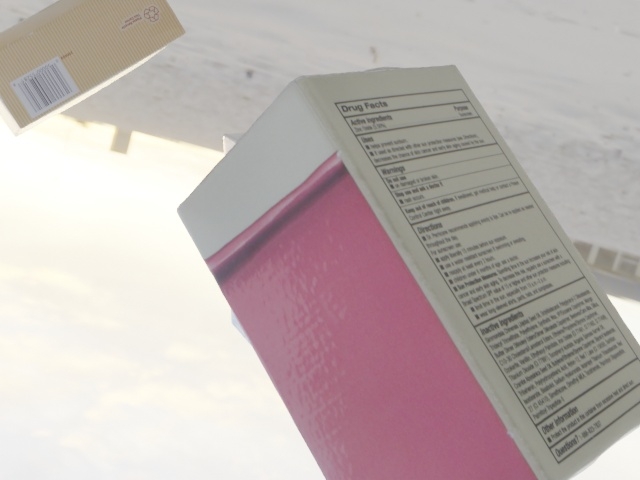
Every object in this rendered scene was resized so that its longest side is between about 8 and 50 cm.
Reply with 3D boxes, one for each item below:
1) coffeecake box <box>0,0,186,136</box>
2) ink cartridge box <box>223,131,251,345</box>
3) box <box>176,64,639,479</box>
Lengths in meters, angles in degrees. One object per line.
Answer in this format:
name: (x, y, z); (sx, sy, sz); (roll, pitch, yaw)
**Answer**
coffeecake box: (-0.201, -0.149, 0.797); (0.068, 0.142, 0.185); (59, 167, -13)
ink cartridge box: (0.000, 0.000, 1.264); (0.197, 0.269, 0.198); (-7, -162, -21)
box: (0.054, 0.034, 0.543); (0.149, 0.127, 0.232); (-15, -111, -48)
